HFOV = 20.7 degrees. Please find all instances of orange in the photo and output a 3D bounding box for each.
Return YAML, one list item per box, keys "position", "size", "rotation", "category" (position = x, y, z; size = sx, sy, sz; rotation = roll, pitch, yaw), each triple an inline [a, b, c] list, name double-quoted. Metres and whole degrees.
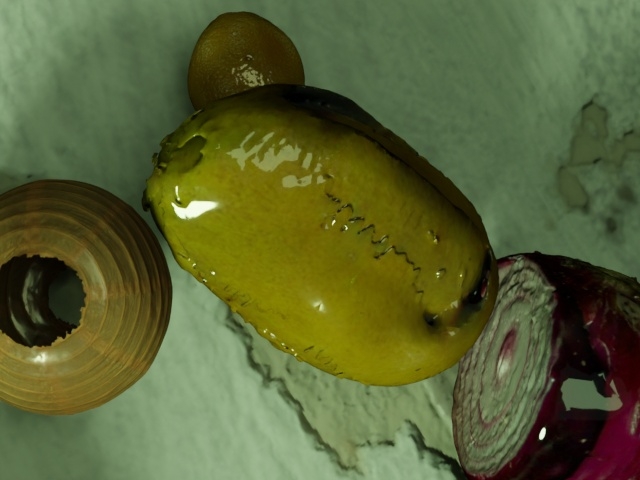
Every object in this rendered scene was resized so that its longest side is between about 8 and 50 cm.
- position: [-0.048, -0.104, 1.109]
  size: [0.085, 0.085, 0.085]
  rotation: [4, 79, -24]
  category: "orange"

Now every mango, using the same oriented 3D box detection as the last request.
- position: [0.000, 0.000, 1.065]
  size: [0.248, 0.151, 0.156]
  rotation: [28, 53, -38]
  category: "mango"

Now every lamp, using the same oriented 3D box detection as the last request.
- position: [-0.151, 0.033, 1.010]
  size: [0.136, 0.136, 0.136]
  rotation: [4, 79, -24]
  category: "lamp"

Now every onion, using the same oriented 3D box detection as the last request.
- position: [0.152, 0.122, 1.116]
  size: [0.140, 0.195, 0.218]
  rotation: [15, 102, -22]
  category: "onion"
